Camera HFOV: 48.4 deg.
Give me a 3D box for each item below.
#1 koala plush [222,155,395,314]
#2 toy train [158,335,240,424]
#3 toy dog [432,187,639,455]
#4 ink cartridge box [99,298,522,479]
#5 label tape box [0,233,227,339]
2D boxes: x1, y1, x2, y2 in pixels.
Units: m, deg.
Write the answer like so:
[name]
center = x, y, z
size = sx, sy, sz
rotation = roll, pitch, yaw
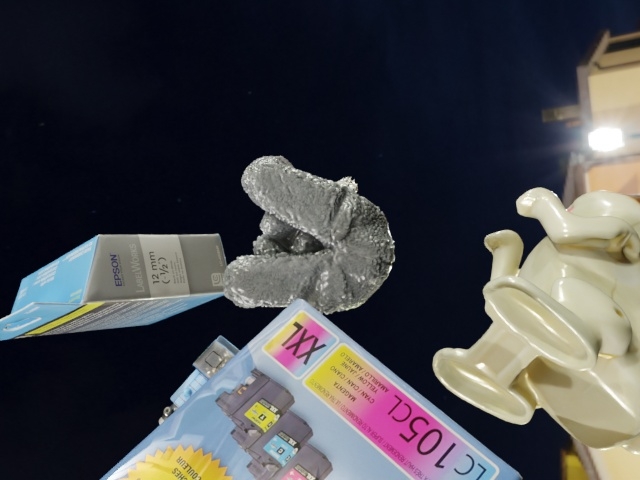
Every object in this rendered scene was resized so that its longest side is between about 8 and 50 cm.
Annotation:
[koala plush]
center = 0.000, 0.000, 0.959
size = 0.221, 0.203, 0.196
rotation = -31, -46, -83
[toy train]
center = -0.170, 0.239, 1.085
size = 0.184, 0.080, 0.105
rotation = -47, -43, -14
[toy dog]
center = 0.426, 0.077, 1.073
size = 0.408, 0.395, 0.285
rotation = -49, -22, -36
[ink cartridge box]
center = -0.058, 0.281, 0.614
size = 0.395, 0.270, 0.151
rotation = -43, -28, -22
[label tape box]
center = -0.357, 0.073, 1.142
size = 0.347, 0.249, 0.115
rotation = 2, -109, -48
